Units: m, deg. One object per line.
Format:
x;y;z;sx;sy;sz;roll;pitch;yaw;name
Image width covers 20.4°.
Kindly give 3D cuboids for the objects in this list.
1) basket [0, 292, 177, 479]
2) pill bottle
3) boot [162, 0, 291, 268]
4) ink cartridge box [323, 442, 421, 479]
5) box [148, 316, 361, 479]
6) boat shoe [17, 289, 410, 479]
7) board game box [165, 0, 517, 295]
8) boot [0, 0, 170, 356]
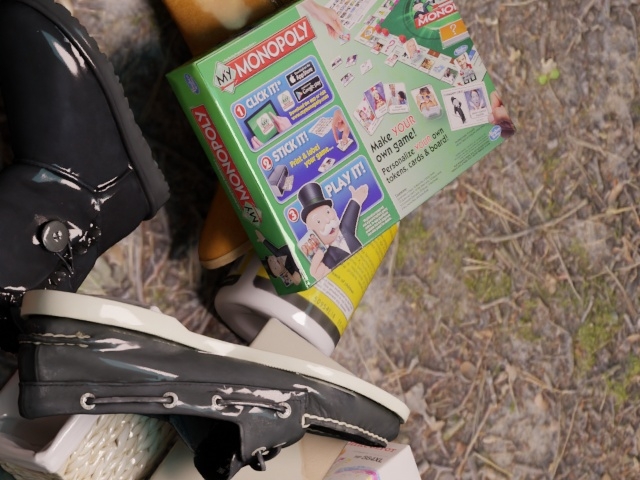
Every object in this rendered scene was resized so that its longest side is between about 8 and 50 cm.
-0.189;0.141;1.485;0.167;0.113;0.103;-53;128;-26;basket
0.000;0.000;1.638;0.119;0.119;0.208;44;65;-35;pill bottle
-0.083;-0.143;1.581;0.211;0.104;0.295;48;57;-27;boot
0.033;0.254;1.703;0.143;0.092;0.089;-34;113;-37;ink cartridge box
-0.091;0.231;1.511;0.121;0.148;0.311;35;58;2;box
-0.085;0.134;1.401;0.340;0.127;0.113;21;74;-32;boat shoe
0.029;-0.119;1.572;0.317;0.046;0.213;-36;103;-40;board game box
-0.242;-0.053;1.433;0.207;0.094;0.246;-50;129;-32;boot
